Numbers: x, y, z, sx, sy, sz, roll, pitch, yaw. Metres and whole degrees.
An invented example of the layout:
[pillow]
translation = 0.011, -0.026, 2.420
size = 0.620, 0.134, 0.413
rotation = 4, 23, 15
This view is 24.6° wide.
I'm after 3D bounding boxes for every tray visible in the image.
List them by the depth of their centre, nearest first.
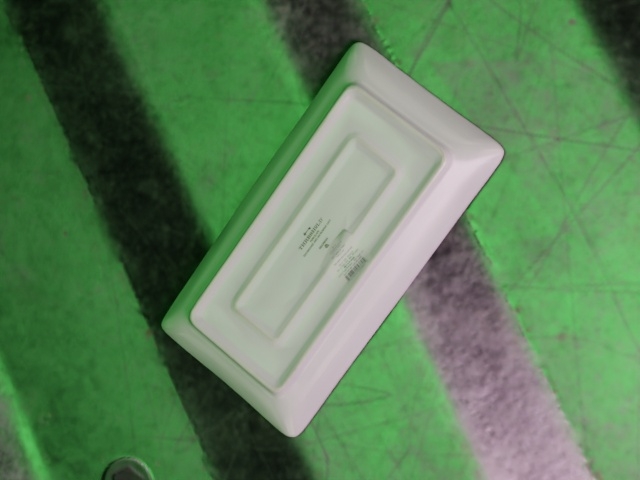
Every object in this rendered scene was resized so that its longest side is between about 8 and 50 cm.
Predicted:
[tray]
translation = 0.000, 0.000, 1.080
size = 0.145, 0.030, 0.270
rotation = 39, 101, 16
